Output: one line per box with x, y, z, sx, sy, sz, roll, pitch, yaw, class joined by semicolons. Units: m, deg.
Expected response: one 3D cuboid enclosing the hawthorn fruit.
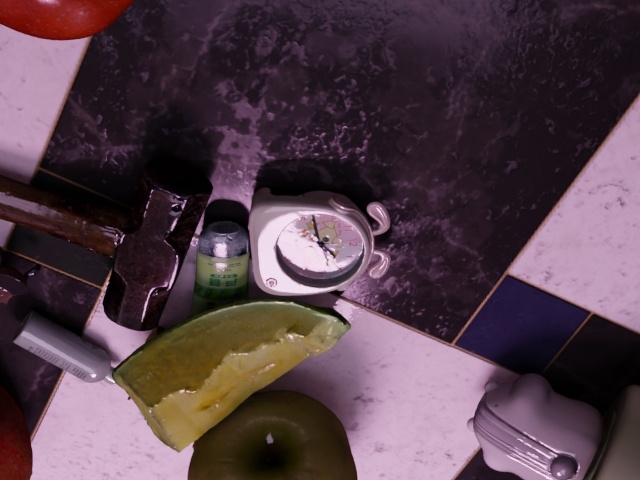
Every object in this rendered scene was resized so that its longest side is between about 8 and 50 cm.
-0.538;0.287;1.486;0.208;0.208;0.248;1;106;1;hawthorn fruit

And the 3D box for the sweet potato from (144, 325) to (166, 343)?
-0.214;0.176;1.478;0.049;0.049;0.117;-35;114;21;sweet potato

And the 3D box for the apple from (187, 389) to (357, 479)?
-0.067;0.357;1.467;0.279;0.279;0.279;1;123;1;apple

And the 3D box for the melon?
-0.119;0.168;1.410;0.323;0.124;0.196;-29;143;-7;melon

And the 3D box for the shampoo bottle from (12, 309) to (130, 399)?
-0.360;0.175;1.478;0.195;0.056;0.056;34;118;-20;shampoo bottle

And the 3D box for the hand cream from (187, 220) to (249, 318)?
-0.138;0.050;1.395;0.095;0.046;0.175;0;127;-9;hand cream

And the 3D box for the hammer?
-0.368;-0.044;1.331;0.408;0.095;0.242;19;121;-4;hammer

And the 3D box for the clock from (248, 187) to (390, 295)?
0.000;0.000;1.351;0.191;0.062;0.151;-1;122;2;clock

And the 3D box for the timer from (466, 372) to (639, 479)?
0.373;0.310;1.456;0.315;0.291;0.291;26;123;13;timer

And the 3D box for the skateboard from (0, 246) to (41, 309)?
-0.456;0.081;1.393;0.067;0.080;0.151;26;137;-24;skateboard

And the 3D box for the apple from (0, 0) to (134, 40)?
-0.279;-0.337;1.030;0.260;0.260;0.216;-16;145;11;apple
